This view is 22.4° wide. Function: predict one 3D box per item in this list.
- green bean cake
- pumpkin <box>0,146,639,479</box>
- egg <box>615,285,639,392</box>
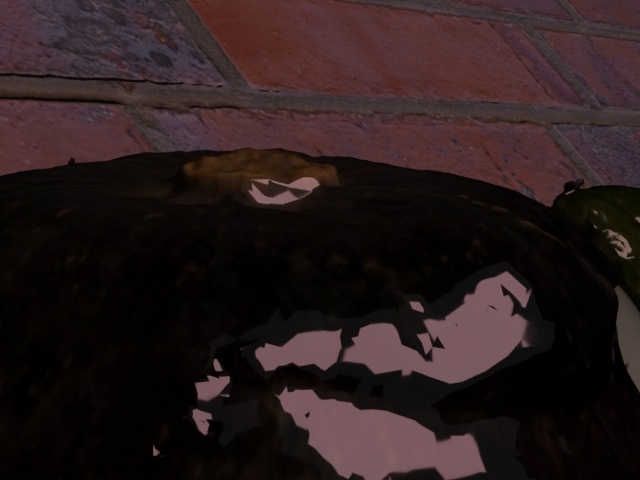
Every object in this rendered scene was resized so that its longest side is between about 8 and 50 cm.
[{"bbox_3d":[0.324,0.069,1.592,0.250,0.156,0.247,-4,53,-53],"label":"green bean cake"},{"bbox_3d":[-0.039,0.124,0.845,0.454,0.344,0.454,3,14,-1],"label":"pumpkin"},{"bbox_3d":[0.178,0.093,1.350,0.183,0.183,0.264,16,31,-38],"label":"egg"}]
